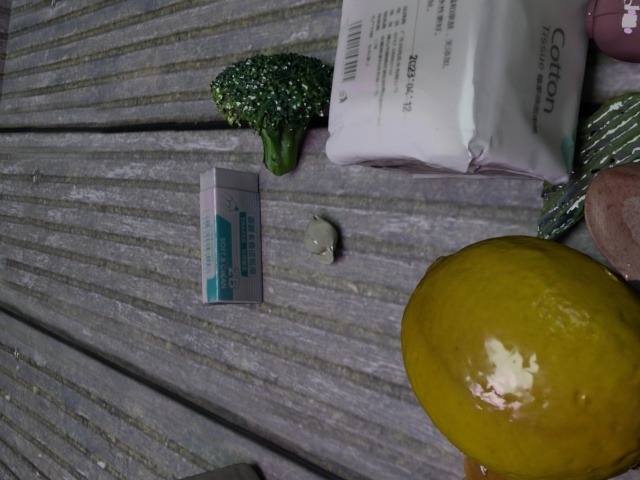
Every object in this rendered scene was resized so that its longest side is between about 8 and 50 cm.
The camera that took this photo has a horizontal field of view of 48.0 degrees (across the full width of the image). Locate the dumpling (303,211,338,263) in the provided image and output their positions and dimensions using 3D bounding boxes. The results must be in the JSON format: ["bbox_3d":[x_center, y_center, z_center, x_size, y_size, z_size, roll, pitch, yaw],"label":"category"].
[{"bbox_3d":[0.002,-0.001,1.081,0.076,0.057,0.052,31,72,19],"label":"dumpling"}]

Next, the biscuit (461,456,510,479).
[{"bbox_3d":[0.217,0.310,0.808,0.162,0.035,0.250,40,114,48],"label":"biscuit"}]

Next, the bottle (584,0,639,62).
[{"bbox_3d":[0.329,-0.300,0.689,0.120,0.120,0.253,20,99,47],"label":"bottle"}]

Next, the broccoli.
[{"bbox_3d":[-0.073,-0.191,1.110,0.220,0.194,0.194,18,100,24],"label":"broccoli"}]

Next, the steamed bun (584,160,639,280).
[{"bbox_3d":[0.336,-0.007,0.630,0.175,0.145,0.106,38,129,52],"label":"steamed bun"}]

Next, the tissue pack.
[{"bbox_3d":[0.157,-0.245,0.811,0.266,0.194,0.356,10,92,54],"label":"tissue pack"}]

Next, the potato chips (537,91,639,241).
[{"bbox_3d":[0.292,-0.080,0.774,0.207,0.028,0.092,-47,52,32],"label":"potato chips"}]

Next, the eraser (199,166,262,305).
[{"bbox_3d":[-0.151,-0.004,1.203,0.052,0.096,0.225,-13,76,46],"label":"eraser"}]

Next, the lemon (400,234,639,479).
[{"bbox_3d":[0.204,0.115,0.701,0.263,0.236,0.235,-124,50,-69],"label":"lemon"}]

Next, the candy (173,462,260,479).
[{"bbox_3d":[-0.219,0.460,1.039,0.208,0.359,0.145,52,122,33],"label":"candy"}]
